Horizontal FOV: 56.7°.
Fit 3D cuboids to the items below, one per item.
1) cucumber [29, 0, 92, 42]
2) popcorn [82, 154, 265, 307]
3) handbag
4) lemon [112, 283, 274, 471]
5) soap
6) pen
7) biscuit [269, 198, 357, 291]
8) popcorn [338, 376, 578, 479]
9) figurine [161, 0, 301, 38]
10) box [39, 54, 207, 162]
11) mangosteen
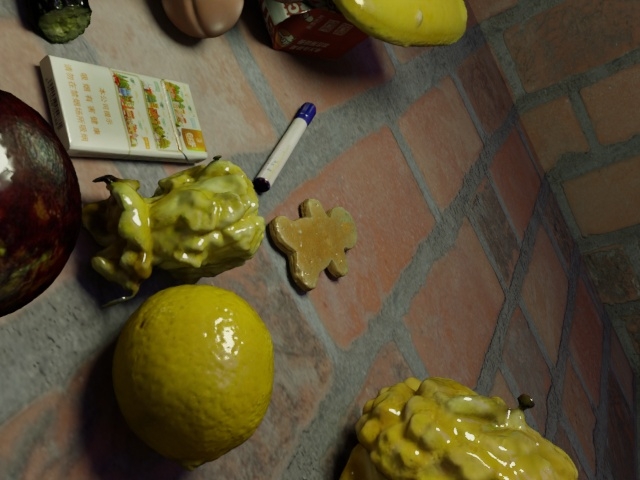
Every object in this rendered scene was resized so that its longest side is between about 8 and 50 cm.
[{"bbox_3d":[-0.347,-0.397,0.741,0.072,0.072,0.300,-3,75,-55],"label":"cucumber"},{"bbox_3d":[-0.166,-0.015,0.702,0.195,0.168,0.174,-1,94,-49],"label":"popcorn"},{"bbox_3d":[-0.031,-0.474,1.172,0.298,0.151,0.171,-11,79,-50],"label":"handbag"},{"bbox_3d":[-0.137,0.144,0.650,0.178,0.178,0.203,29,52,-44],"label":"lemon"},{"bbox_3d":[0.120,-0.512,1.150,0.427,0.115,0.306,-13,82,-49],"label":"soap"},{"bbox_3d":[-0.059,-0.172,1.058,0.033,0.033,0.269,52,37,-24],"label":"pen"},{"bbox_3d":[0.000,0.000,1.049,0.234,0.030,0.153,-34,102,-56],"label":"biscuit"},{"bbox_3d":[0.190,0.385,0.886,0.349,0.349,0.382,36,84,-40],"label":"popcorn"},{"bbox_3d":[-0.176,-0.535,0.891,0.388,0.276,0.248,60,-10,9],"label":"figurine"},{"bbox_3d":[-0.250,-0.165,0.784,0.220,0.032,0.122,-6,77,-56],"label":"box"},{"bbox_3d":[-0.316,-0.065,0.466,0.231,0.231,0.289,7,62,-53],"label":"mangosteen"}]
